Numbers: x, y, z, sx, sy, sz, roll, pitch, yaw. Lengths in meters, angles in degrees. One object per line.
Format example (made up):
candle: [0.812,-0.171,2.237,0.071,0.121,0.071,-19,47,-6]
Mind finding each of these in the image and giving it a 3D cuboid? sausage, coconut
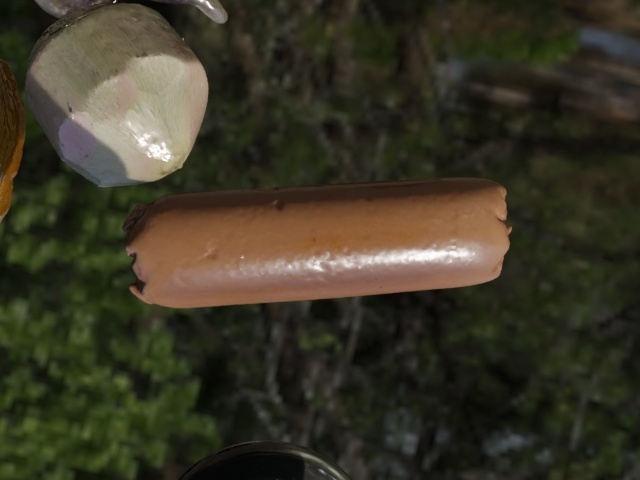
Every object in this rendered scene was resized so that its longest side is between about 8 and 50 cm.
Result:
sausage: [-0.001,0.001,1.421,0.289,0.086,0.086,-4,-177,-9]
coconut: [-0.187,-0.128,1.826,0.183,0.171,0.171,55,-162,21]

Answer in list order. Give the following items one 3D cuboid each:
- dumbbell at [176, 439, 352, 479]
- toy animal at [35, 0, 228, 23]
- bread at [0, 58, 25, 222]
dumbbell: [-0.043,0.275,1.540,0.192,0.192,0.290,13,-165,-10]
toy animal: [-0.219,-0.311,2.081,0.233,0.121,0.168,9,136,19]
bread: [-0.439,-0.064,2.002,0.179,0.340,0.194,54,165,18]
